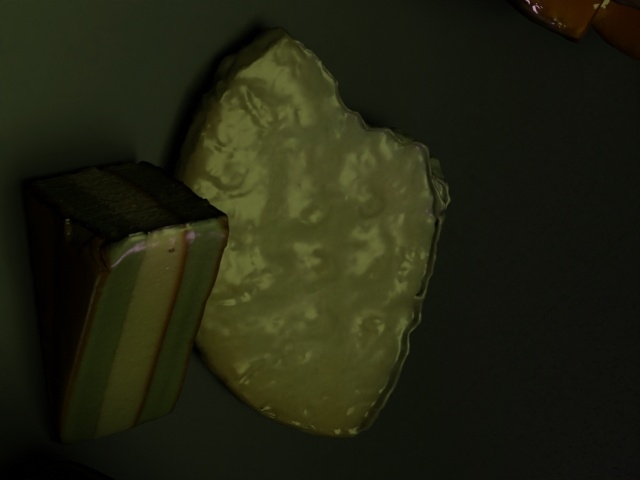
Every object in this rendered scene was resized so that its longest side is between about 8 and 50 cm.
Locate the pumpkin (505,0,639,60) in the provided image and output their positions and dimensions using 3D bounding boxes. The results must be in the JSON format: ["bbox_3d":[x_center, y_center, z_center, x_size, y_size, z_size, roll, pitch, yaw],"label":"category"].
[{"bbox_3d":[0.222,-0.191,0.964,0.320,0.320,0.192,16,88,-33],"label":"pumpkin"}]

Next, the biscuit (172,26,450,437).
[{"bbox_3d":[0.000,0.000,1.059,0.188,0.040,0.265,-25,117,-19],"label":"biscuit"}]

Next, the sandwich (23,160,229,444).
[{"bbox_3d":[-0.101,0.051,0.972,0.079,0.113,0.163,-13,113,-26],"label":"sandwich"}]

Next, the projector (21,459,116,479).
[{"bbox_3d":[-0.141,0.389,0.968,0.395,0.242,0.405,-41,122,-19],"label":"projector"}]
